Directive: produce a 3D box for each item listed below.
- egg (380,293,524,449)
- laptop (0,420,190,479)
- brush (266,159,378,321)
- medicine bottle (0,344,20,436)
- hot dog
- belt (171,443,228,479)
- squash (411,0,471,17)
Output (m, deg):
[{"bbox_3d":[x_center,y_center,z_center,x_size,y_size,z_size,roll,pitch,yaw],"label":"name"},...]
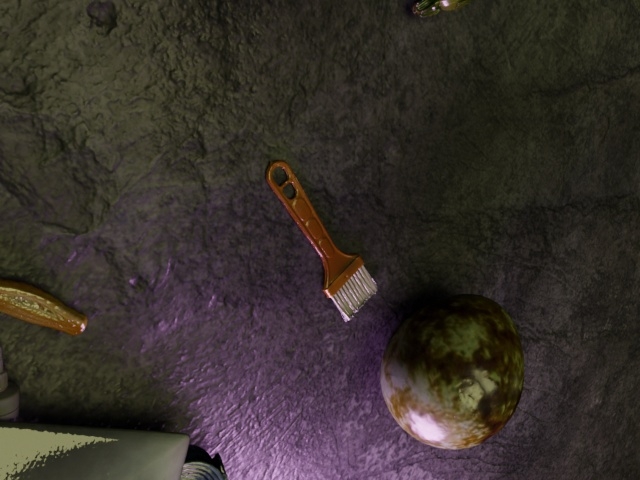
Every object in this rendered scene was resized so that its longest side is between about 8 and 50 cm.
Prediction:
[{"bbox_3d":[0.238,0.221,0.965,0.289,0.238,0.238,-43,123,-26],"label":"egg"},{"bbox_3d":[-0.302,0.323,0.674,0.269,0.015,0.188,19,80,-37],"label":"laptop"},{"bbox_3d":[0.000,0.000,0.878,0.090,0.017,0.314,-45,123,-19],"label":"brush"},{"bbox_3d":[-0.386,0.209,0.648,0.057,0.057,0.199,1,102,-34],"label":"medicine bottle"},{"bbox_3d":[-0.343,0.076,0.657,0.137,0.028,0.044,31,111,-34],"label":"hot dog"},{"bbox_3d":[-0.213,0.393,0.800,0.141,0.082,0.190,29,82,-26],"label":"belt"},{"bbox_3d":[0.267,-0.460,0.836,0.080,0.071,0.318,38,100,-5],"label":"squash"}]
